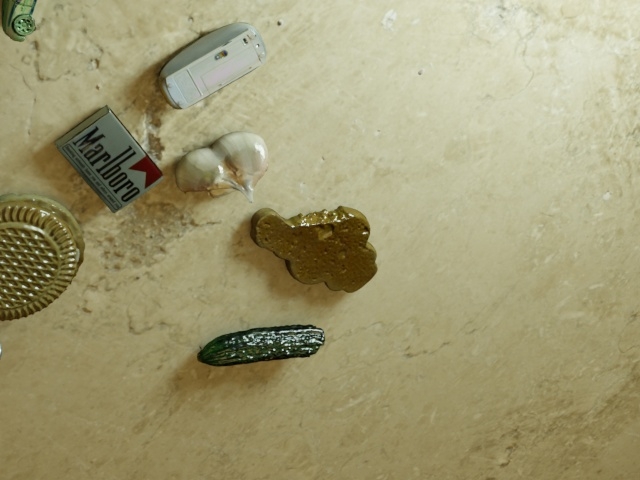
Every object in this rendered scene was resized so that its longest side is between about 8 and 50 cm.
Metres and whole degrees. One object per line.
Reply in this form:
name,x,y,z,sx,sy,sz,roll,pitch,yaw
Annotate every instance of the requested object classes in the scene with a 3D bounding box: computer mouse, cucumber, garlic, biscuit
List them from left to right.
biscuit,-0.544,0.030,1.981,0.259,0.079,0.259,-12,126,-18
computer mouse,-0.189,-0.303,1.944,0.199,0.045,0.102,-31,130,-3
garlic,-0.179,-0.128,2.044,0.174,0.099,0.124,-19,114,-13
cucumber,-0.125,0.216,2.326,0.265,0.077,0.077,-3,124,-24
biscuit,-0.007,0.006,2.254,0.319,0.047,0.183,13,114,-33

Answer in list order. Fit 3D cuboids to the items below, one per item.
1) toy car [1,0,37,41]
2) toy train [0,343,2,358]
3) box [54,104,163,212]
toy car,-0.452,-0.415,1.705,0.076,0.090,0.224,12,117,-29
toy train,-0.731,0.206,1.988,0.299,0.131,0.202,21,119,-35
box,-0.370,-0.142,1.973,0.115,0.036,0.177,-35,131,0
